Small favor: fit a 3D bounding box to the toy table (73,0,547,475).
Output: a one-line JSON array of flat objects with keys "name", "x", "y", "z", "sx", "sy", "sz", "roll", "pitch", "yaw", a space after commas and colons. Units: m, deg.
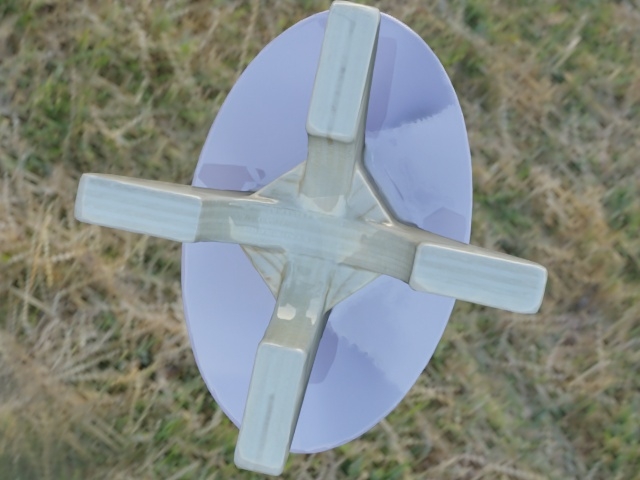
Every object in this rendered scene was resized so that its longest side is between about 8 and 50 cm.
[{"name": "toy table", "x": 0.000, "y": 0.000, "z": 0.865, "sx": 0.252, "sy": 0.161, "sz": 0.274, "roll": 0, "pitch": 95, "yaw": 6}]
